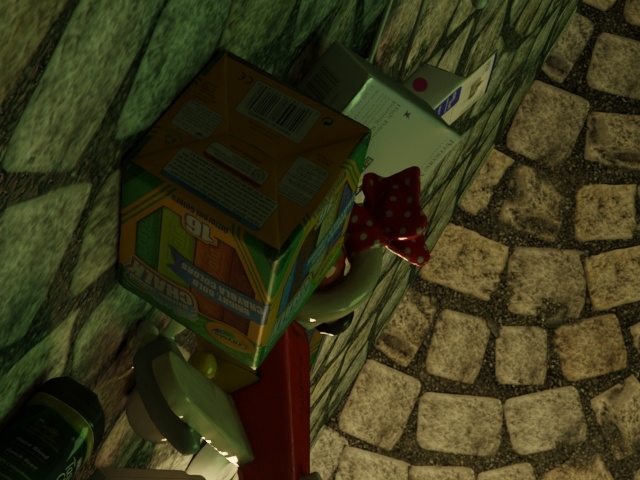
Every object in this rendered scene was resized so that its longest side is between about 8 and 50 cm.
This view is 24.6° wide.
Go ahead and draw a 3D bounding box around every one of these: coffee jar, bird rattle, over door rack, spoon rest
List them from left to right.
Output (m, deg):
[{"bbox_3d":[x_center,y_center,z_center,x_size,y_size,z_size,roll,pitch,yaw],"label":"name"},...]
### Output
[{"bbox_3d":[-0.287,0.222,1.433,0.184,0.079,0.096,-53,168,-37],"label":"coffee jar"},{"bbox_3d":[-0.146,0.343,2.517,0.276,0.084,0.137,-33,153,-40],"label":"spoon rest"},{"bbox_3d":[0.000,0.000,1.669,0.143,0.253,0.207,135,-25,-63],"label":"bird rattle"},{"bbox_3d":[0.137,-0.310,1.901,0.324,0.108,0.239,-60,169,5],"label":"over door rack"}]

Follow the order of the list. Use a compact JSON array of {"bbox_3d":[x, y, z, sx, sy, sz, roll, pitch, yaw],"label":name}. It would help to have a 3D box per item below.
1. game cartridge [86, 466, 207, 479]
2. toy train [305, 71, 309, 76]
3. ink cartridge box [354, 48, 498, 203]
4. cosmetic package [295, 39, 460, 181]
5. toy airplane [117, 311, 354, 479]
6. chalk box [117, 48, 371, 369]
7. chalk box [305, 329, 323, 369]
[{"bbox_3d":[-0.277,0.421,1.867,0.196,0.060,0.294,13,111,-41],"label":"game cartridge"},{"bbox_3d":[-0.019,-0.155,1.813,0.036,0.027,0.158,-40,161,-31],"label":"toy train"},{"bbox_3d":[0.086,-0.129,2.003,0.371,0.069,0.176,-40,169,-8],"label":"ink cartridge box"},{"bbox_3d":[0.063,-0.141,1.784,0.117,0.085,0.231,-49,144,13],"label":"cosmetic package"},{"bbox_3d":[-0.106,0.224,1.776,0.384,0.272,0.386,-66,148,-62],"label":"toy airplane"},{"bbox_3d":[-0.084,-0.010,1.473,0.179,0.180,0.289,-53,167,-32],"label":"chalk box"},{"bbox_3d":[-0.060,0.130,2.073,0.132,0.132,0.213,106,4,-51],"label":"chalk box"}]
